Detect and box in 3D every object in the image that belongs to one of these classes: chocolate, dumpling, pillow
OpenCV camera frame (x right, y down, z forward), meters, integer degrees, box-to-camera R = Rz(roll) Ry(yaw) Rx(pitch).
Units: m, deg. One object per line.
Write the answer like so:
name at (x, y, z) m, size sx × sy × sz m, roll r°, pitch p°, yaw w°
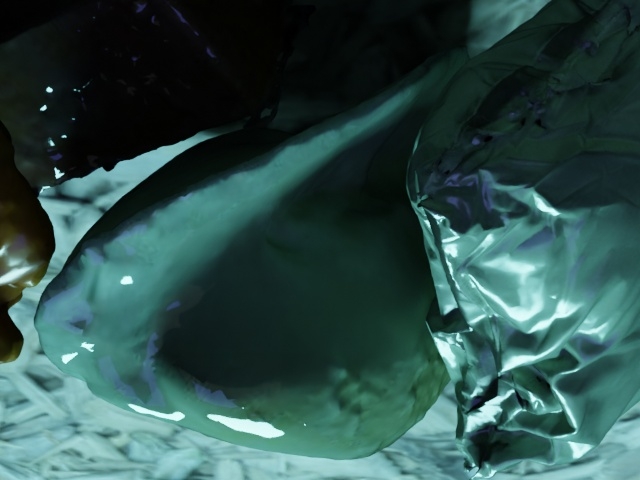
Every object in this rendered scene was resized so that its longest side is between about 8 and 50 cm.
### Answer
chocolate at (-0.169, -0.097, 1.112) m, size 0.321 × 0.112 × 0.112 m, roll -17°, pitch 131°, yaw 27°
dumpling at (-0.005, 0.027, 1.132) m, size 0.270 × 0.320 × 0.212 m, roll -22°, pitch 101°, yaw 7°
pillow at (0.161, -0.040, 1.040) m, size 0.138 × 0.310 × 0.283 m, roll 32°, pitch 150°, yaw 30°

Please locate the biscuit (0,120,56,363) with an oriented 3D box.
biscuit at (-0.297, -0.054, 1.052) m, size 0.318 × 0.110 × 0.312 m, roll -16°, pitch 103°, yaw 27°
